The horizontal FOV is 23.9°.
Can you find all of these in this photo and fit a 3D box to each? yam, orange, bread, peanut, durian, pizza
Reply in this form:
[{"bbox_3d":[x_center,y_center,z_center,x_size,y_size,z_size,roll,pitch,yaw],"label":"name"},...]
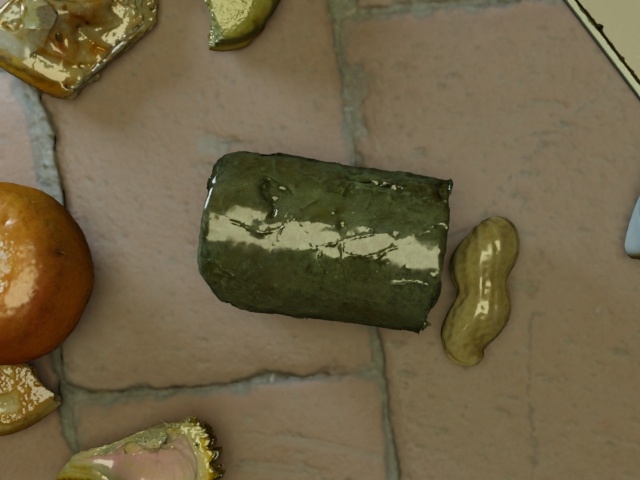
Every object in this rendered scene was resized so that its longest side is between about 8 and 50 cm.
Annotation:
[{"bbox_3d":[0.000,0.000,1.798,0.300,0.195,0.195,9,90,4],"label":"yam"},{"bbox_3d":[-0.381,0.043,1.833,0.224,0.170,0.224,-2,80,13],"label":"orange"},{"bbox_3d":[-0.108,-0.321,1.862,0.125,0.086,0.156,-25,90,-3],"label":"bread"},{"bbox_3d":[0.194,0.061,1.835,0.082,0.082,0.187,8,91,5],"label":"peanut"},{"bbox_3d":[-0.217,0.280,1.869,0.224,0.078,0.140,-4,101,15],"label":"durian"},{"bbox_3d":[-0.293,-0.317,1.882,0.189,0.071,0.297,43,92,5],"label":"pizza"},{"bbox_3d":[-0.442,0.183,1.893,0.246,0.058,0.127,0,90,6],"label":"pizza"}]

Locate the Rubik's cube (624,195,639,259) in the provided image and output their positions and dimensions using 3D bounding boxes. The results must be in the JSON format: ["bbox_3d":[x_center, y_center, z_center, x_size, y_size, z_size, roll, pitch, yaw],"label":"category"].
[{"bbox_3d":[0.456,-0.070,1.791,0.254,0.254,0.254,0,89,5],"label":"Rubik's cube"}]

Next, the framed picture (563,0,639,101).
[{"bbox_3d":[0.446,-0.273,1.847,0.211,0.020,0.289,-37,86,4],"label":"framed picture"}]
